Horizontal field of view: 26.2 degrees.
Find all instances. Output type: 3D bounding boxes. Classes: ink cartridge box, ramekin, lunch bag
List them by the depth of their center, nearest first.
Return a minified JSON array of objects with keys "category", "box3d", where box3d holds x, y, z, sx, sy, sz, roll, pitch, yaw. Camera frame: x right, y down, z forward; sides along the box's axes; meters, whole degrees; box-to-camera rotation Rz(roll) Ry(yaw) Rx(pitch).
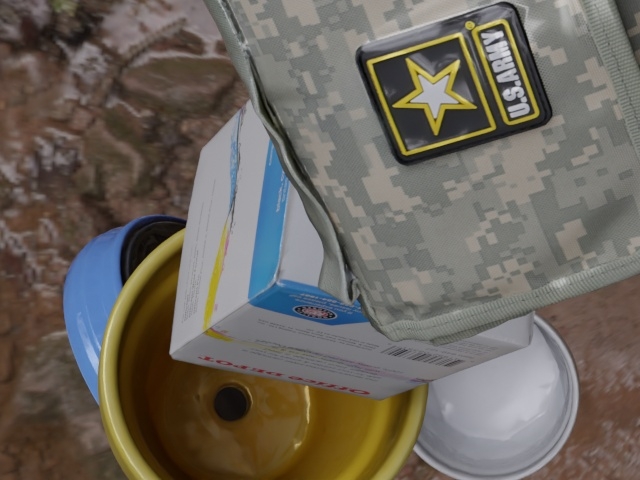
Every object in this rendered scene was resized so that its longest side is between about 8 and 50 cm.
[{"category":"lunch bag","box3d":[0.095,-0.113,0.575,0.287,0.169,0.235,-32,116,-12]},{"category":"ink cartridge box","box3d":[0.018,-0.003,0.924,0.171,0.233,0.168,14,70,-19]},{"category":"ramekin","box3d":[0.187,0.159,1.537,0.207,0.109,0.207,1,96,12]}]

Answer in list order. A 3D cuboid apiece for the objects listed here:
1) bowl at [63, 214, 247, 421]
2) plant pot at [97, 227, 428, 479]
[{"category":"bowl","box3d":[-0.110,0.135,1.522,0.077,0.391,0.391,-39,78,21]},{"category":"plant pot","box3d":[-0.061,0.125,1.140,0.254,0.239,0.254,3,75,-11]}]
